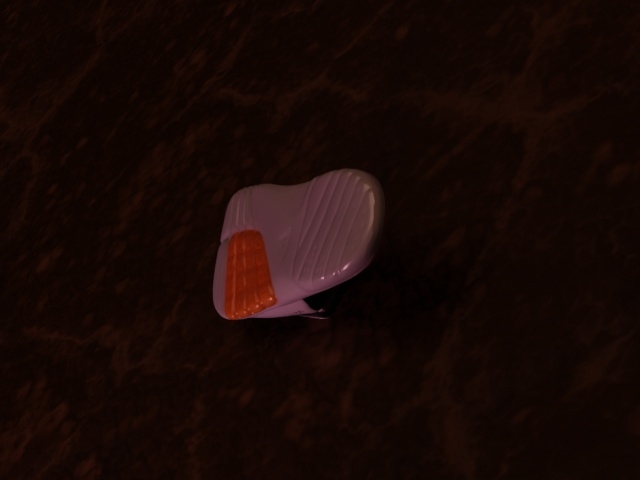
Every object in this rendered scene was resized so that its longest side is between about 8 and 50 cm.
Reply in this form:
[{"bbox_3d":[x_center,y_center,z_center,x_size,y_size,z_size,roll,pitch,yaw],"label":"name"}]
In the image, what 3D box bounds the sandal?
[{"bbox_3d":[-0.001,0.010,1.073,0.265,0.076,0.102,-9,70,63],"label":"sandal"}]
